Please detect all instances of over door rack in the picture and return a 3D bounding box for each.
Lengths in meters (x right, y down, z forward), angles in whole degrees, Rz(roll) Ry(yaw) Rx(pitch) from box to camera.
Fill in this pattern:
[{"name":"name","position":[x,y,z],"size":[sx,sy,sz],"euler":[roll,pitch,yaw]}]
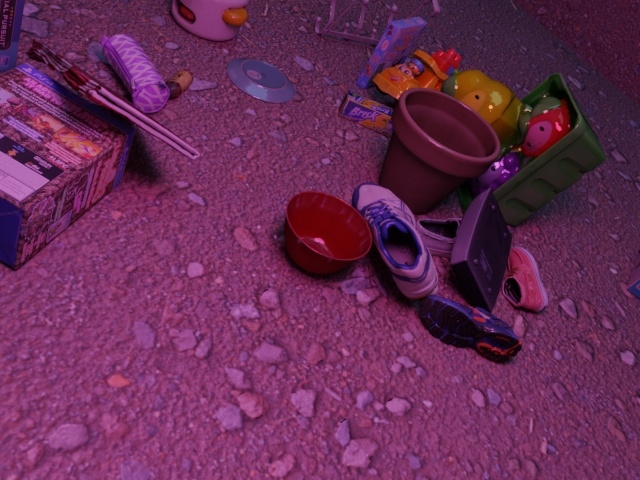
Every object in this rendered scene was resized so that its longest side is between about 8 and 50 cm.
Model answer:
[{"name":"over door rack","position":[0.164,-0.689,1.963],"size":[0.240,0.324,0.108],"euler":[0,86,-31]}]

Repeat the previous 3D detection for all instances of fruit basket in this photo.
[{"name":"fruit basket","position":[0.458,-0.264,1.642],"size":[0.392,0.392,0.282],"euler":[19,41,-14]}]

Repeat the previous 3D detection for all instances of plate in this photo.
[{"name":"plate","position":[-0.150,-0.423,1.701],"size":[0.188,0.024,0.188],"euler":[18,41,-17]}]

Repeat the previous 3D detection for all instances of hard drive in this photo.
[{"name":"hard drive","position":[0.358,0.019,1.455],"size":[0.172,0.054,0.254],"euler":[59,40,-27]}]

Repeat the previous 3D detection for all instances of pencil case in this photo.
[{"name":"pencil case","position":[-0.405,-0.364,1.429],"size":[0.088,0.086,0.206],"euler":[3,42,-47]}]

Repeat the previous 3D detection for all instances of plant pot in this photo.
[{"name":"plant pot","position":[0.251,-0.193,1.546],"size":[0.263,0.229,0.263],"euler":[17,42,-16]}]

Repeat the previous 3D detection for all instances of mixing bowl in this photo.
[{"name":"mixing bowl","position":[0.000,0.000,1.290],"size":[0.182,0.098,0.181],"euler":[17,42,-15]}]

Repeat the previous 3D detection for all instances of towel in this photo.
[{"name":"towel","position":[-0.384,-0.255,1.207],"size":[0.329,0.037,0.237],"euler":[36,3,42]}]

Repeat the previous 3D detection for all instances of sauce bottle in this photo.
[{"name":"sauce bottle","position":[-0.332,-0.350,1.496],"size":[0.042,0.042,0.128],"euler":[28,38,-3]}]

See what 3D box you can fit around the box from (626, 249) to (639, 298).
[{"name":"box","position":[0.909,0.065,1.786],"size":[0.060,0.100,0.244],"euler":[40,41,9]}]

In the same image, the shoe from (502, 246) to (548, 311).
[{"name":"shoe","position":[0.457,0.081,1.515],"size":[0.081,0.063,0.177],"euler":[13,47,-28]}]

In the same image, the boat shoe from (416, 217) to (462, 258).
[{"name":"boat shoe","position":[0.297,-0.010,1.498],"size":[0.228,0.081,0.079],"euler":[3,47,-30]}]

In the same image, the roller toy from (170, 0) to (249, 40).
[{"name":"roller toy","position":[-0.290,-0.638,1.743],"size":[0.191,0.146,0.209],"euler":[13,43,-19]}]

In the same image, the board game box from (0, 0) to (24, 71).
[{"name":"board game box","position":[-0.685,-0.543,1.314],"size":[0.079,0.253,0.336],"euler":[-11,55,-40]}]

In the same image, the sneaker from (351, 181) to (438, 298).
[{"name":"sneaker","position":[0.147,-0.028,1.328],"size":[0.112,0.131,0.296],"euler":[-31,57,0]}]

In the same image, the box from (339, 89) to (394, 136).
[{"name":"box","position":[0.137,-0.339,1.762],"size":[0.169,0.059,0.054],"euler":[21,39,-11]}]

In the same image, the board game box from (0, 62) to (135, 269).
[{"name":"board game box","position":[-0.496,-0.133,1.087],"size":[0.232,0.141,0.291],"euler":[31,39,1]}]

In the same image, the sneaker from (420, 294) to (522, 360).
[{"name":"sneaker","position":[0.297,0.168,1.327],"size":[0.221,0.083,0.087],"euler":[28,26,-12]}]

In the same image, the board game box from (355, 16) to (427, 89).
[{"name":"board game box","position":[0.205,-0.542,1.898],"size":[0.039,0.211,0.160],"euler":[45,42,16]}]

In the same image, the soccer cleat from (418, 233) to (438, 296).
[{"name":"soccer cleat","position":[0.196,0.032,1.395],"size":[0.068,0.076,0.196],"euler":[-2,50,-34]}]

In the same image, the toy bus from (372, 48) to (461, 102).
[{"name":"toy bus","position":[0.287,-0.451,1.822],"size":[0.220,0.211,0.149],"euler":[16,27,-46]}]
